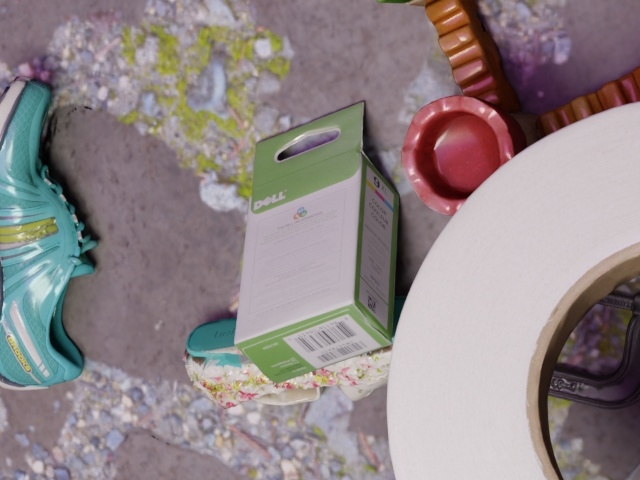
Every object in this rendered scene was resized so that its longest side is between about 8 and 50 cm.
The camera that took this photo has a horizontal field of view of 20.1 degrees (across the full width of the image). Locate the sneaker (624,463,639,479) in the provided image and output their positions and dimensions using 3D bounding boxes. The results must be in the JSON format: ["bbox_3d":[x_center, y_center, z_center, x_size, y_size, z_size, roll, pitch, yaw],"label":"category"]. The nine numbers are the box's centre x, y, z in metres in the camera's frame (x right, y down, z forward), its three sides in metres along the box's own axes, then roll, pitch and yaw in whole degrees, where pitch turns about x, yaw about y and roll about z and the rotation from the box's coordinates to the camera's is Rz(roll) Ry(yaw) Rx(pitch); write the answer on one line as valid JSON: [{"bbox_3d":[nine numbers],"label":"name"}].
[{"bbox_3d":[0.260,0.190,1.323,0.094,0.091,0.258,30,107,20],"label":"sneaker"}]

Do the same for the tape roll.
[{"bbox_3d":[0.235,0.100,1.118,0.392,0.072,0.392,-3,76,12],"label":"tape roll"}]

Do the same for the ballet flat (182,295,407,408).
[{"bbox_3d":[0.001,0.094,1.458,0.241,0.091,0.077,-6,123,31],"label":"ballet flat"}]

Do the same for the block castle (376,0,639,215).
[{"bbox_3d":[0.130,-0.274,1.271,0.303,0.213,0.453,-26,83,26],"label":"block castle"}]

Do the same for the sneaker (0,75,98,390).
[{"bbox_3d":[-0.246,-0.006,1.563,0.110,0.107,0.275,4,103,6],"label":"sneaker"}]

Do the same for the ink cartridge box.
[{"bbox_3d":[0.000,0.000,1.422,0.109,0.062,0.209,-21,44,26],"label":"ink cartridge box"}]

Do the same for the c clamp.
[{"bbox_3d":[0.200,0.059,1.381,0.160,0.022,0.137,5,103,24],"label":"c clamp"}]
